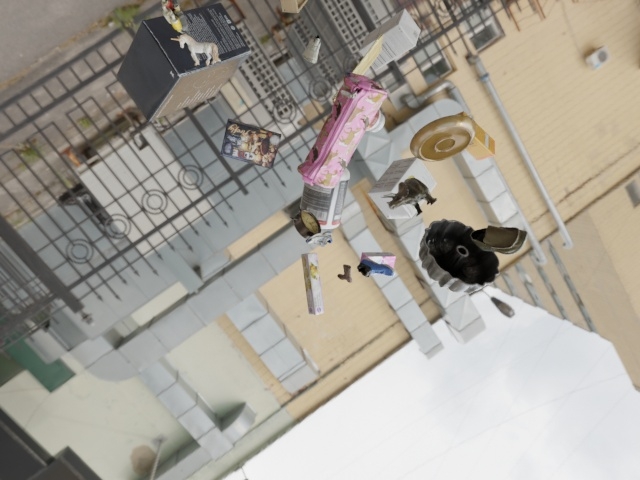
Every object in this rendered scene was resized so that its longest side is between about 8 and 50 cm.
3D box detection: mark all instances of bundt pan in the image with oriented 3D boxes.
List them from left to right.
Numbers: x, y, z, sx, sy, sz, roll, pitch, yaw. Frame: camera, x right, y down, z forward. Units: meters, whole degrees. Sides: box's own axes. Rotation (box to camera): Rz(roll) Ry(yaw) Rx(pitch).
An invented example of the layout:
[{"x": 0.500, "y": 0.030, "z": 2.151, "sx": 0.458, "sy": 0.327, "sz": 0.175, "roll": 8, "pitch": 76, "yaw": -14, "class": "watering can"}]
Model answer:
[{"x": 0.534, "y": 0.075, "z": 1.711, "sx": 0.331, "sy": 0.331, "sz": 0.124, "roll": -47, "pitch": 169, "yaw": -41, "class": "bundt pan"}]

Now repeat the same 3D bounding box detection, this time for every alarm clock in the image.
[{"x": -0.046, "y": -0.052, "z": 1.848, "sx": 0.064, "sy": 0.192, "sz": 0.129, "roll": -38, "pitch": -161, "yaw": 28, "class": "alarm clock"}]

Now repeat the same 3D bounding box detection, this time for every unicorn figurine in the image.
[{"x": -0.459, "y": -0.712, "z": 1.599, "sx": 0.162, "sy": 0.111, "sz": 0.060, "roll": -7, "pitch": -136, "yaw": -5, "class": "unicorn figurine"}]

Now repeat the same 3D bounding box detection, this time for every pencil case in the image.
[{"x": 0.066, "y": -0.357, "z": 1.430, "sx": 0.386, "sy": 0.167, "sz": 0.160, "roll": -60, "pitch": -140, "yaw": 28, "class": "pencil case"}]

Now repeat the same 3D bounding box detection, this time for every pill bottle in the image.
[{"x": 0.025, "y": -0.256, "z": 2.048, "sx": 0.210, "sy": 0.363, "sz": 0.210, "roll": 10, "pitch": -159, "yaw": -4, "class": "pill bottle"}, {"x": 0.186, "y": -0.552, "z": 1.868, "sx": 0.121, "sy": 0.121, "sz": 0.216, "roll": -24, "pitch": 156, "yaw": 35, "class": "pill bottle"}]

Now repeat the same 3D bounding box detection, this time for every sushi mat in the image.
[{"x": 0.146, "y": -0.658, "z": 1.696, "sx": 0.316, "sy": 0.019, "sz": 0.151, "roll": -53, "pitch": 177, "yaw": 2, "class": "sushi mat"}]

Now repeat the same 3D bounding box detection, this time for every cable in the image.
[{"x": -0.540, "y": -0.811, "z": 1.640, "sx": 0.072, "sy": 0.139, "sz": 0.287, "roll": -25, "pitch": 167, "yaw": -8, "class": "cable"}]

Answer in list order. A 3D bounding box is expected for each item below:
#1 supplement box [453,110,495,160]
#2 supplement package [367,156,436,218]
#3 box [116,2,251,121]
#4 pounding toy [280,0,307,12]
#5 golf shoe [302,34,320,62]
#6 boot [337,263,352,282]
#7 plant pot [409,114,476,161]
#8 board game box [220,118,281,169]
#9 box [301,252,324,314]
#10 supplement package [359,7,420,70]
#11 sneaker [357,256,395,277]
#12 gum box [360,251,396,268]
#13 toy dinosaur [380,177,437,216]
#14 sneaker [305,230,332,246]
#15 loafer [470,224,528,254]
[{"x": 0.576, "y": -0.395, "z": 1.636, "sx": 0.078, "sy": 0.233, "sz": 0.080, "roll": -12, "pitch": -118, "yaw": 47, "class": "supplement box"}, {"x": 0.435, "y": -0.275, "z": 2.275, "sx": 0.262, "sy": 0.199, "sz": 0.198, "roll": -51, "pitch": -155, "yaw": -20, "class": "supplement package"}, {"x": -0.699, "y": -0.903, "z": 2.192, "sx": 0.480, "sy": 0.297, "sz": 0.472, "roll": -20, "pitch": -163, "yaw": 49, "class": "box"}, {"x": -0.117, "y": -1.009, "z": 1.745, "sx": 0.100, "sy": 0.130, "sz": 0.141, "roll": 14, "pitch": -123, "yaw": 17, "class": "pounding toy"}, {"x": -0.034, "y": -0.867, "z": 1.929, "sx": 0.086, "sy": 0.069, "sz": 0.176, "roll": 124, "pitch": -23, "yaw": -43, "class": "golf shoe"}, {"x": 0.129, "y": 0.168, "z": 2.343, "sx": 0.106, "sy": 0.114, "sz": 0.037, "roll": 19, "pitch": -134, "yaw": 35, "class": "boot"}, {"x": 0.434, "y": -0.347, "z": 1.505, "sx": 0.236, "sy": 0.236, "sz": 0.032, "roll": -26, "pitch": -120, "yaw": 28, "class": "plant pot"}, {"x": -0.314, "y": -0.433, "z": 1.935, "sx": 0.042, "sy": 0.243, "sz": 0.165, "roll": -98, "pitch": -156, "yaw": -62, "class": "board game box"}, {"x": -0.040, "y": 0.224, "z": 2.247, "sx": 0.063, "sy": 0.324, "sz": 0.067, "roll": -9, "pitch": -177, "yaw": -36, "class": "box"}, {"x": 0.330, "y": -0.957, "z": 2.053, "sx": 0.244, "sy": 0.134, "sz": 0.139, "roll": -15, "pitch": -136, "yaw": 46, "class": "supplement package"}, {"x": 0.222, "y": 0.126, "z": 1.745, "sx": 0.152, "sy": 0.058, "sz": 0.084, "roll": 24, "pitch": -136, "yaw": 24, "class": "sneaker"}, {"x": 0.308, "y": 0.122, "z": 2.289, "sx": 0.188, "sy": 0.107, "sz": 0.062, "roll": 1, "pitch": -159, "yaw": -20, "class": "gum box"}, {"x": 0.385, "y": -0.199, "z": 1.728, "sx": 0.121, "sy": 0.160, "sz": 0.313, "roll": -43, "pitch": 179, "yaw": 41, "class": "toy dinosaur"}, {"x": 0.000, "y": 0.000, "z": 1.796, "sx": 0.135, "sy": 0.058, "sz": 0.052, "roll": -14, "pitch": 167, "yaw": -36, "class": "sneaker"}, {"x": 0.631, "y": -0.005, "z": 1.539, "sx": 0.094, "sy": 0.087, "sz": 0.251, "roll": -68, "pitch": -164, "yaw": -11, "class": "loafer"}]
